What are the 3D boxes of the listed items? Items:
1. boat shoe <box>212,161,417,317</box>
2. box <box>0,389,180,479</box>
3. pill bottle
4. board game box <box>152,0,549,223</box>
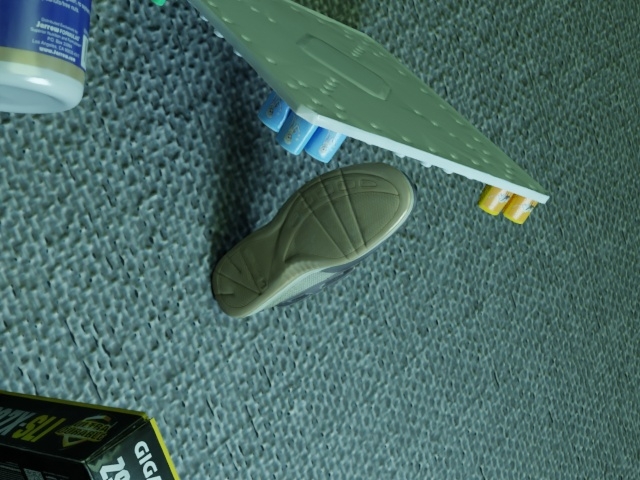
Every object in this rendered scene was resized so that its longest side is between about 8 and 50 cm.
[{"bbox_3d":[0.000,0.000,1.360,0.092,0.285,0.103,-4,63,-56],"label":"boat shoe"},{"bbox_3d":[-0.224,0.266,1.078,0.079,0.322,0.257,-36,112,-38],"label":"box"},{"bbox_3d":[-0.292,-0.264,1.147,0.153,0.153,0.265,10,81,-44],"label":"pill bottle"},{"bbox_3d":[0.016,-0.173,1.329,0.390,0.390,0.050,14,116,-44],"label":"board game box"}]
